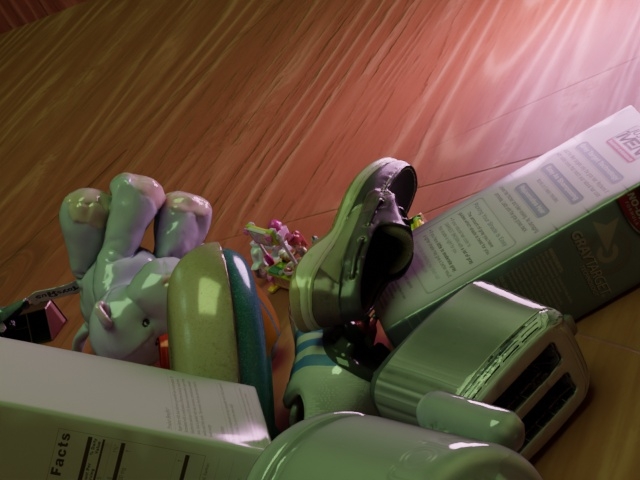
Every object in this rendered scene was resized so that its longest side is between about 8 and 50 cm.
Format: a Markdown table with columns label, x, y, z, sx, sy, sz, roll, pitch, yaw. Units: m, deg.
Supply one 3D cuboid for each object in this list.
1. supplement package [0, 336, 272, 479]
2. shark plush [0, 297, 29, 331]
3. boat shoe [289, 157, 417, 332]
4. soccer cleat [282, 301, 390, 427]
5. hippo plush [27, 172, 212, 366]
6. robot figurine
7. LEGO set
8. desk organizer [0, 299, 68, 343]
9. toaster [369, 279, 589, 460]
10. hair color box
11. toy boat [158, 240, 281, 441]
| label | x | y | z | sx | sy | sz | roll | pitch | yaw |
| --- | --- | --- | --- | --- | --- | --- | --- | --- | --- |
| supplement package | -0.214 | 0.225 | 1.427 | 0.293 | 0.175 | 0.177 | 13 | 14 | -12 |
| shark plush | -0.432 | 0.099 | 1.805 | 0.161 | 0.067 | 0.073 | -7 | 28 | 38 |
| boat shoe | 0.059 | 0.005 | 1.596 | 0.092 | 0.103 | 0.285 | 5 | 33 | 25 |
| soccer cleat | 0.000 | 0.143 | 1.647 | 0.143 | 0.116 | 0.331 | -60 | 10 | 9 |
| hippo plush | -0.266 | 0.057 | 1.958 | 0.294 | 0.234 | 0.236 | -29 | 24 | 2 |
| robot figurine | 0.063 | 0.256 | 1.249 | 0.353 | 0.200 | 0.300 | 4 | 48 | 51 |
| LEGO set | 0.000 | 0.000 | 1.917 | 0.287 | 0.107 | 0.132 | -8 | 33 | 41 |
| desk organizer | -0.462 | 0.134 | 2.259 | 0.130 | 0.047 | 0.050 | -14 | 31 | 32 |
| toaster | 0.157 | 0.145 | 1.444 | 0.227 | 0.129 | 0.146 | -41 | 28 | -24 |
| hair color box | 0.237 | 0.010 | 1.626 | 0.374 | 0.113 | 0.185 | -30 | 24 | 3 |
| toy boat | -0.104 | 0.132 | 1.687 | 0.148 | 0.267 | 0.318 | -4 | 2 | -10 |
